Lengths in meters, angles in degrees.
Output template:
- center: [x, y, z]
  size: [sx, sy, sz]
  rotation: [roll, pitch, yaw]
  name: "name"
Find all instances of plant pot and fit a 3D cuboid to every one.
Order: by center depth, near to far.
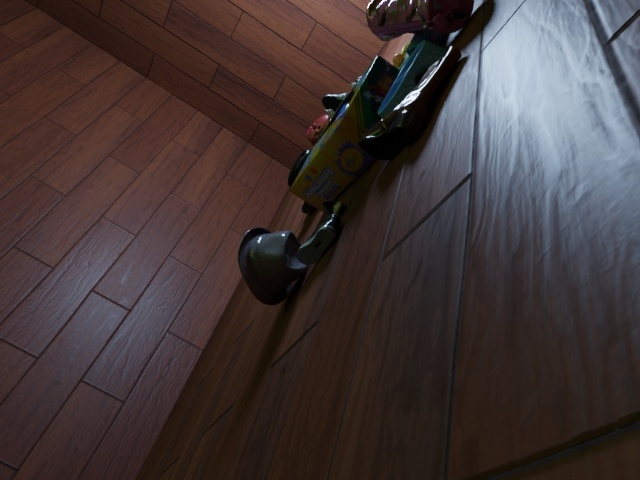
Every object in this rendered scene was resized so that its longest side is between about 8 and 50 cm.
- center: [0.057, -0.505, 2.416]
  size: [0.174, 0.191, 0.191]
  rotation: [-48, 13, 27]
  name: "plant pot"

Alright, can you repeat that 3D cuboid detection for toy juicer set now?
- center: [0.281, -0.613, 1.903]
  size: [0.209, 0.089, 0.329]
  rotation: [-53, 11, 27]
  name: "toy juicer set"

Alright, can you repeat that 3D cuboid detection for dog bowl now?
- center: [0.270, -0.472, 1.570]
  size: [0.297, 0.074, 0.166]
  rotation: [-59, 9, -10]
  name: "dog bowl"

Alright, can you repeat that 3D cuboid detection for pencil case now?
- center: [0.296, -0.714, 1.621]
  size: [0.386, 0.167, 0.160]
  rotation: [-146, 51, -61]
  name: "pencil case"

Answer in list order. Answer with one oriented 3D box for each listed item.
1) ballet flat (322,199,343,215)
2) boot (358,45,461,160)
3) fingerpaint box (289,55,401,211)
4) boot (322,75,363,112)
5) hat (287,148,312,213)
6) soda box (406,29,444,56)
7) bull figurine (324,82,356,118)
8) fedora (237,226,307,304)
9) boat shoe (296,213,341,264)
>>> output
- center: [0.038, -0.102, 1.654]
  size: [0.057, 0.049, 0.173]
  rotation: [-60, 10, -3]
  name: "ballet flat"
- center: [0.227, -0.362, 1.378]
  size: [0.280, 0.096, 0.264]
  rotation: [-60, 9, -17]
  name: "boot"
- center: [0.095, -0.359, 1.827]
  size: [0.371, 0.163, 0.445]
  rotation: [-63, 10, -27]
  name: "fingerpaint box"
- center: [0.153, -0.651, 2.305]
  size: [0.091, 0.263, 0.229]
  rotation: [89, -167, -49]
  name: "boot"
- center: [-0.060, -0.285, 2.222]
  size: [0.331, 0.134, 0.331]
  rotation: [-161, 90, -77]
  name: "hat"
- center: [0.353, -0.668, 1.717]
  size: [0.071, 0.067, 0.210]
  rotation: [-13, 40, 43]
  name: "soda box"
- center: [0.117, -0.508, 2.196]
  size: [0.310, 0.188, 0.101]
  rotation: [-40, 6, 44]
  name: "bull figurine"
- center: [-0.125, 0.059, 1.593]
  size: [0.124, 0.244, 0.275]
  rotation: [-23, 5, 21]
  name: "fedora"
- center: [0.000, 0.000, 1.520]
  size: [0.183, 0.065, 0.083]
  rotation: [-45, 8, 44]
  name: "boat shoe"
